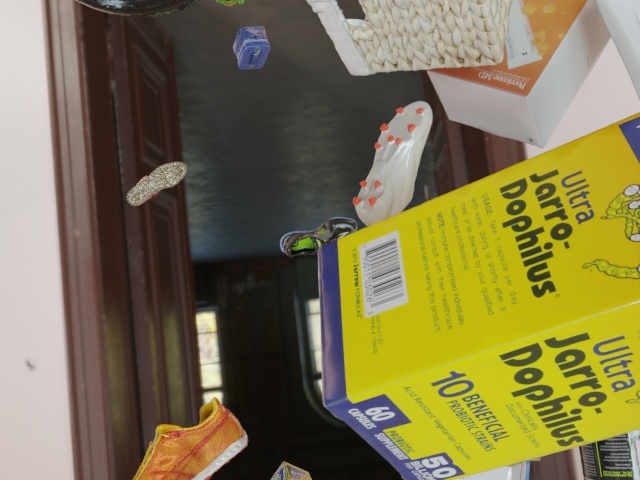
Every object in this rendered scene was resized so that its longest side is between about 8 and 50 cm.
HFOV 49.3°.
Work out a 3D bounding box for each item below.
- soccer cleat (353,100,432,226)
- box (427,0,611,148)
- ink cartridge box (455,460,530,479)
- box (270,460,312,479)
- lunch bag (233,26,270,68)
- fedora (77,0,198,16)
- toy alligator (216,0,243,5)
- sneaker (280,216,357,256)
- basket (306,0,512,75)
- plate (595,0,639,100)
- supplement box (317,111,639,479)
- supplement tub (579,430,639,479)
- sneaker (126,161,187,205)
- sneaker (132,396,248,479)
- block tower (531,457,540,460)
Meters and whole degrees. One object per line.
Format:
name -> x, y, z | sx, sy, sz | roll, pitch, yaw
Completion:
soccer cleat -> 0.107, -0.103, 0.970 | 0.068, 0.196, 0.076 | 11, 159, 44
box -> 0.397, -0.382, 1.323 | 0.215, 0.345, 0.168 | 26, 168, 36
ink cartridge box -> 0.274, 0.368, 1.111 | 0.089, 0.052, 0.122 | 6, 174, 30
box -> -0.082, 0.475, 1.218 | 0.059, 0.169, 0.054 | 31, -173, -24
lunch bag -> -0.153, -0.433, 1.576 | 0.067, 0.065, 0.098 | -11, 162, -21
fedora -> -0.317, -0.524, 1.161 | 0.334, 0.152, 0.334 | 1, 158, 0
toy alligator -> -0.214, -0.518, 1.385 | 0.051, 0.189, 0.056 | -27, 150, -16
sneaker -> 0.000, 0.000, 1.644 | 0.188, 0.067, 0.078 | -17, -149, -6
basket -> 0.143, -0.468, 1.049 | 0.266, 0.331, 0.328 | 6, 160, 25
plate -> 0.589, -0.310, 1.022 | 0.277, 0.278, 0.045 | -25, -171, 20
supplement box -> 0.198, 0.065, 0.646 | 0.357, 0.195, 0.194 | -23, 132, 20
supplement tub -> 0.635, 0.415, 1.448 | 0.194, 0.316, 0.193 | -5, 171, -1
sneaker -> -0.286, -0.106, 1.237 | 0.118, 0.042, 0.067 | -30, -167, 6
sneaker -> -0.138, 0.203, 0.605 | 0.064, 0.067, 0.175 | -43, 176, 38
block tower -> 0.264, 0.294, 1.179 | 0.097, 0.091, 0.335 | -15, 145, 38
